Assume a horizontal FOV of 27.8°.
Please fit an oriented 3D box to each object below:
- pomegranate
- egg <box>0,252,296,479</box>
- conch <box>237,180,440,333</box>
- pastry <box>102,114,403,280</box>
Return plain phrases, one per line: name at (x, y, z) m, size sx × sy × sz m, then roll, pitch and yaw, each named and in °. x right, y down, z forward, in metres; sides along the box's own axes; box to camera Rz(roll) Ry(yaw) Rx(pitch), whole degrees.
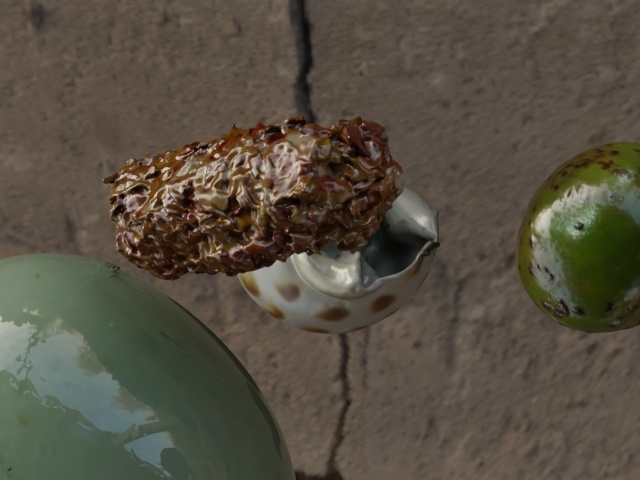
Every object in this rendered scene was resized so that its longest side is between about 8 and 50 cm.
pomegranate at (0.341, 0.024, 1.466) m, size 0.231 × 0.231 × 0.286 m, roll -45°, pitch 38°, yaw 27°
egg at (-0.131, 0.134, 0.793) m, size 0.203 × 0.203 × 0.283 m, roll -36°, pitch 90°, yaw 29°
conch at (0.000, 0.000, 1.256) m, size 0.275 × 0.182 × 0.149 m, roll -115°, pitch 30°, yaw -49°
pastry at (-0.042, -0.025, 0.665) m, size 0.169 × 0.063 × 0.087 m, roll -14°, pitch 57°, yaw 30°
